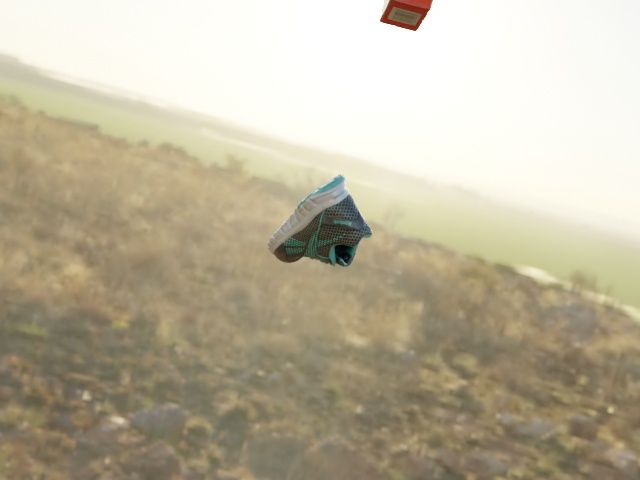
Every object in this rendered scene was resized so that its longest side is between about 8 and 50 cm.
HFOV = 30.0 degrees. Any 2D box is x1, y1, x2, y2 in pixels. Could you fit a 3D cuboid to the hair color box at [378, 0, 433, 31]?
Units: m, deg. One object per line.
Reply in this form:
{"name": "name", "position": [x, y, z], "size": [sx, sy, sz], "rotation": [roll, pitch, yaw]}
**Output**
{"name": "hair color box", "position": [0.096, -0.284, 1.168], "size": [0.043, 0.141, 0.072], "rotation": [14, -10, -5]}

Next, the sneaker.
{"name": "sneaker", "position": [0.000, 0.000, 1.203], "size": [0.076, 0.065, 0.166], "rotation": [53, -26, 4]}
